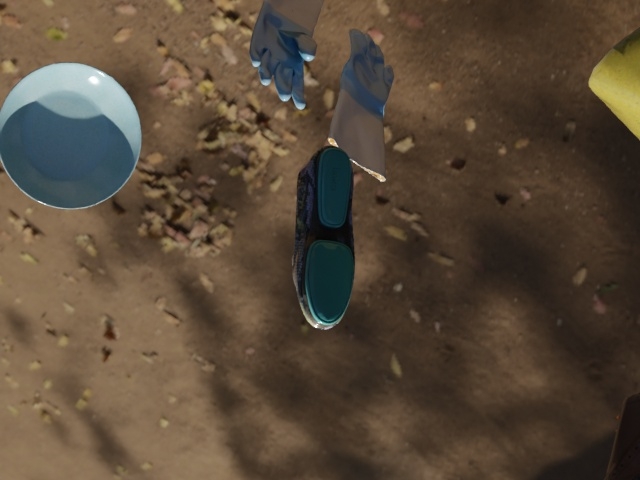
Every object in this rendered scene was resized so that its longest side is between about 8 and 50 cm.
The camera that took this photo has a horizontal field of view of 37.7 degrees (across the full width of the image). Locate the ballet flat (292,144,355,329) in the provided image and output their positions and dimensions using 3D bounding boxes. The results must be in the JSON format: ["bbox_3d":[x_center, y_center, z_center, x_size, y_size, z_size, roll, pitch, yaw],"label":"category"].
[{"bbox_3d":[0.000,0.000,0.575,0.041,0.114,0.041,3,165,1],"label":"ballet flat"}]

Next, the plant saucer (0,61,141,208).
[{"bbox_3d":[-0.338,-0.140,1.255,0.037,0.195,0.195,14,141,57],"label":"plant saucer"}]

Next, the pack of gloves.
[{"bbox_3d":[0.017,-0.203,1.029,0.195,0.232,0.046,33,130,-24],"label":"pack of gloves"}]

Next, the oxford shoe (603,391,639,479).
[{"bbox_3d":[0.282,0.192,0.785,0.097,0.098,0.271,31,101,-41],"label":"oxford shoe"}]

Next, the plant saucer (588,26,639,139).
[{"bbox_3d":[0.420,-0.118,0.685,0.332,0.081,0.333,-38,134,24],"label":"plant saucer"}]
